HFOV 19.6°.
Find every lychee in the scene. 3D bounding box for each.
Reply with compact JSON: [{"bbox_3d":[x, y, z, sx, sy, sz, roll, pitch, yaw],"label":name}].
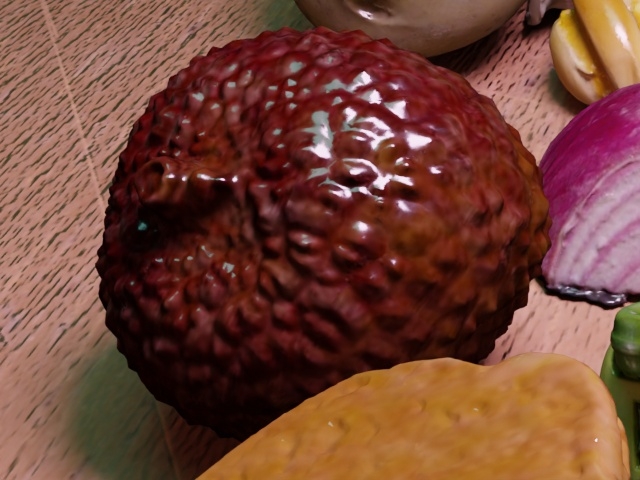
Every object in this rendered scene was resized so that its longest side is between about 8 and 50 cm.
[{"bbox_3d":[0.000,0.000,1.086,0.260,0.261,0.260,-7,30,4],"label":"lychee"}]

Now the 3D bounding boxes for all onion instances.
[{"bbox_3d":[0.261,-0.062,1.252,0.250,0.111,0.247,-2,32,15],"label":"onion"}]

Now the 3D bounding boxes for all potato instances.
[{"bbox_3d":[0.086,-0.286,1.555,0.221,0.243,0.326,32,32,-11],"label":"potato"}]

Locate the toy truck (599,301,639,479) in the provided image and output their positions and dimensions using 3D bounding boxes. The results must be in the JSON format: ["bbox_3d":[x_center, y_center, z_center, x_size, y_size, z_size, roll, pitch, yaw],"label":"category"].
[{"bbox_3d":[0.243,0.090,0.972,0.187,0.148,0.210,-1,10,20],"label":"toy truck"}]

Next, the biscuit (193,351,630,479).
[{"bbox_3d":[0.015,0.192,0.850,0.312,0.057,0.351,-27,30,10],"label":"biscuit"}]

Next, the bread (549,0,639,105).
[{"bbox_3d":[0.330,-0.180,1.422,0.311,0.121,0.173,-10,31,0],"label":"bread"}]

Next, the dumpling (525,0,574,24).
[{"bbox_3d":[0.233,-0.230,1.582,0.134,0.100,0.169,-33,24,47],"label":"dumpling"}]
